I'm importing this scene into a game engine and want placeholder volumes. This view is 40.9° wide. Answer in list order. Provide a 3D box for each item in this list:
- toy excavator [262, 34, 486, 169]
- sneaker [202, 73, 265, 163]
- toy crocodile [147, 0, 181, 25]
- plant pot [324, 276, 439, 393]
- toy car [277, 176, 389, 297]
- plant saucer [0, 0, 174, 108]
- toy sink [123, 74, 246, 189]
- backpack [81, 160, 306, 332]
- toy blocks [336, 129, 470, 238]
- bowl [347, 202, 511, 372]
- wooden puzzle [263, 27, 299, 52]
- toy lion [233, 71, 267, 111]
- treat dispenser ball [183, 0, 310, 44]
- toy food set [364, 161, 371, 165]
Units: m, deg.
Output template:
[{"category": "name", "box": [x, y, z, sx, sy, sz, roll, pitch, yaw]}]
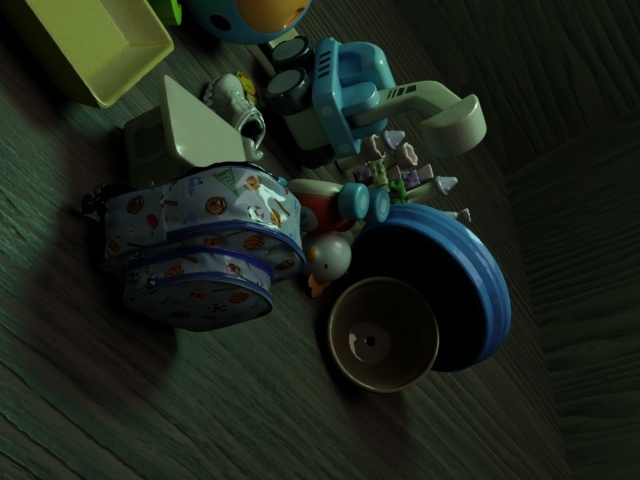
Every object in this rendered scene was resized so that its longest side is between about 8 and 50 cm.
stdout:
[{"category": "toy excavator", "box": [0.118, -0.311, 1.882, 0.433, 0.445, 0.222, -88, 156, -47]}, {"category": "sneaker", "box": [-0.160, -0.228, 1.659, 0.110, 0.118, 0.292, 43, 30, -39]}, {"category": "toy crocodile", "box": [-0.328, -0.542, 1.546, 0.105, 0.115, 0.340, -75, 149, -54]}, {"category": "plant pot", "box": [0.116, 0.201, 1.771, 0.110, 0.237, 0.237, 133, -62, -69]}, {"category": "toy car", "box": [0.000, 0.000, 1.739, 0.210, 0.219, 0.238, 5, 91, -64]}, {"category": "plant saucer", "box": [-0.399, -0.381, 1.338, 0.333, 0.081, 0.332, 57, 25, -19]}, {"category": "toy sink", "box": [-0.229, -0.132, 1.391, 0.234, 0.131, 0.152, 35, 37, -59]}, {"category": "backpack", "box": [-0.157, 0.006, 1.232, 0.276, 0.263, 0.213, 27, 44, -57]}, {"category": "toy blocks", "box": [0.242, -0.120, 2.224, 0.309, 0.260, 0.288, 27, 45, -55]}, {"category": "bowl", "box": [0.218, 0.110, 1.833, 0.077, 0.391, 0.391, -35, 101, -37]}, {"category": "wooden puzzle", "box": [-0.104, -0.512, 2.174, 0.238, 0.044, 0.221, 56, 23, -32]}, {"category": "toy lion", "box": [-0.163, -0.324, 1.865, 0.096, 0.034, 0.100, 59, 23, 4]}, {"category": "treat dispenser ball", "box": [-0.152, -0.552, 1.776, 0.288, 0.288, 0.288, 48, 28, -36]}, {"category": "toy food set", "box": [0.155, -0.197, 2.438, 0.082, 0.020, 0.083, 65, 23, 1]}]
